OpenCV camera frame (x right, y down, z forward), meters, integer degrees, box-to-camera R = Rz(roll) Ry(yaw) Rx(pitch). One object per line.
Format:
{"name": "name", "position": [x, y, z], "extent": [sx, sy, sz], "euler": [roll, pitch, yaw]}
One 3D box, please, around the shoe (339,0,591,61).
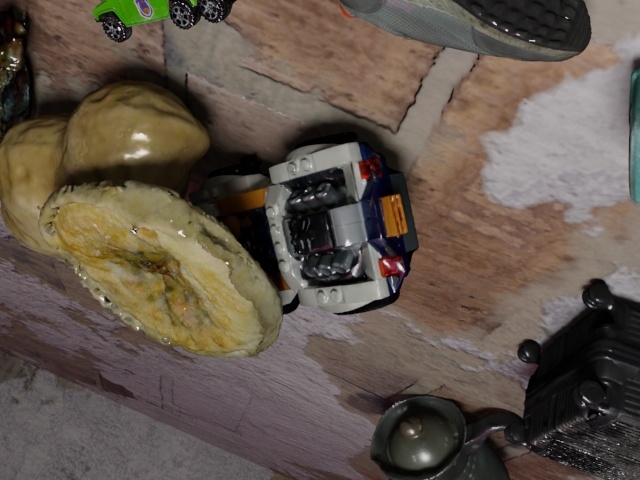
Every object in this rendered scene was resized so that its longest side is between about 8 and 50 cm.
{"name": "shoe", "position": [0.094, -0.172, 0.461], "extent": [0.194, 0.074, 0.077], "euler": [23, 162, 5]}

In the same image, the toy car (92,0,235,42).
{"name": "toy car", "position": [-0.125, -0.217, 0.539], "extent": [0.165, 0.071, 0.062], "euler": [2, 129, 33]}

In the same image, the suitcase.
{"name": "suitcase", "position": [0.425, 0.208, 0.759], "extent": [0.335, 0.152, 0.229], "euler": [19, 152, 3]}

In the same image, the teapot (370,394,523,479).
{"name": "teapot", "position": [0.242, 0.414, 1.161], "extent": [0.305, 0.223, 0.285], "euler": [0, 136, 40]}

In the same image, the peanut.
{"name": "peanut", "position": [-0.269, -0.082, 0.758], "extent": [0.387, 0.169, 0.192], "euler": [-15, 143, 44]}

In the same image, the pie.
{"name": "pie", "position": [-0.166, 0.037, 0.661], "extent": [0.274, 0.055, 0.274], "euler": [18, 145, 13]}

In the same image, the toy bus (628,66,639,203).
{"name": "toy bus", "position": [0.340, -0.071, 0.410], "extent": [0.262, 0.109, 0.091], "euler": [4, 139, 29]}

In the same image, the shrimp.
{"name": "shrimp", "position": [-0.393, -0.128, 0.729], "extent": [0.054, 0.222, 0.290], "euler": [27, 142, -14]}

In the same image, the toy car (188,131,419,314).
{"name": "toy car", "position": [-0.031, -0.010, 0.687], "extent": [0.301, 0.118, 0.193], "euler": [-8, 95, 47]}
